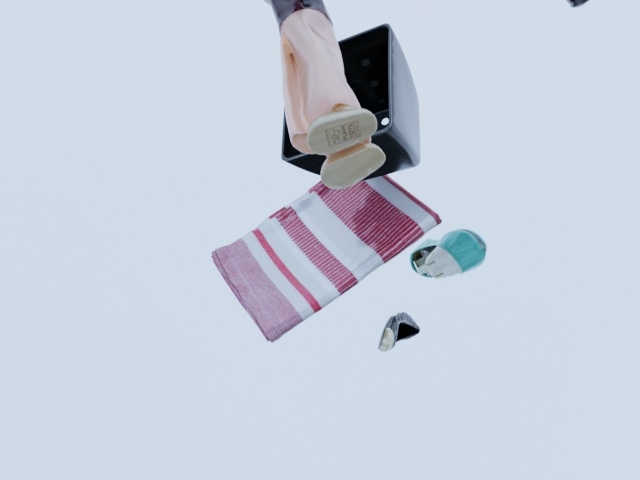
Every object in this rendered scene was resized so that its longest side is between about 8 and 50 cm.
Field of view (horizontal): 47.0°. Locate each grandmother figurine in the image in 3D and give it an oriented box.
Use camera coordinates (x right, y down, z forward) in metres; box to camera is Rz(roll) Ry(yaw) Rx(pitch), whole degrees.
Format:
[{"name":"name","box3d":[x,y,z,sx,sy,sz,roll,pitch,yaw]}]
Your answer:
[{"name":"grandmother figurine","box3d":[-0.019,-0.237,0.851,0.104,0.208,0.342,-15,-122,-4]}]

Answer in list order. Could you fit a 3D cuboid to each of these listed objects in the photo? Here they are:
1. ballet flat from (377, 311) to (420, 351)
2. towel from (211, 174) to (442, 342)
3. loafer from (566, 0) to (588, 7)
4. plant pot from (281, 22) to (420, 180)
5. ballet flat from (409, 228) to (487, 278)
[{"name":"ballet flat","box3d":[0.139,0.160,1.294,0.049,0.057,0.173,26,-164,16]},{"name":"towel","box3d":[0.000,0.000,1.197,0.329,0.037,0.237,-35,-137,-9]},{"name":"loafer","box3d":[0.310,-0.387,0.868,0.078,0.220,0.080,11,-178,-7]},{"name":"plant pot","box3d":[0.064,-0.191,1.159,0.188,0.167,0.187,-12,-118,29]},{"name":"ballet flat","box3d":[0.222,0.037,1.337,0.087,0.247,0.083,-39,-87,-11]}]
